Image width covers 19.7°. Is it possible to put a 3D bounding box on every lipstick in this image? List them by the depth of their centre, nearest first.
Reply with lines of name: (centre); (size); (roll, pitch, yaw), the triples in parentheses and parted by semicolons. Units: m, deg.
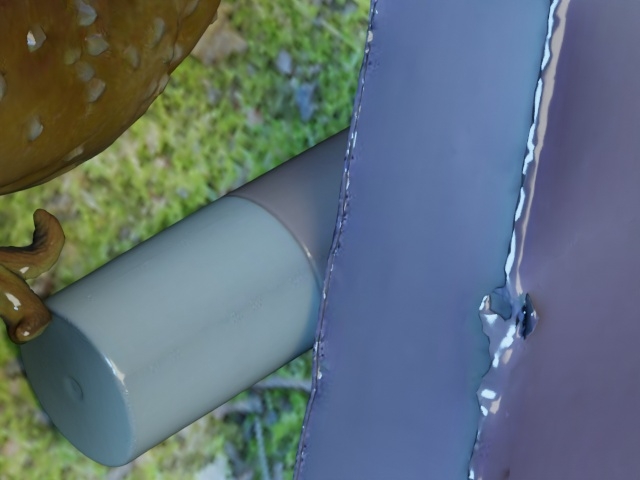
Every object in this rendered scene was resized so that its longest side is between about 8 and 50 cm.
lipstick: (0.000, 0.000, 0.744); (0.254, 0.070, 0.070); (-31, 103, -34)

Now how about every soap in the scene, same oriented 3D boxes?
soap: (0.131, 0.042, 0.754); (0.285, 0.107, 0.296); (6, 97, -43)

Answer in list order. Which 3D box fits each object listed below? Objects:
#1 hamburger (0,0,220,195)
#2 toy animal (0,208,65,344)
hamburger: (-0.136, -0.135, 0.606); (0.243, 0.146, 0.286); (35, 57, -31)
toy animal: (-0.187, 0.038, 0.607); (0.241, 0.057, 0.099); (-37, 92, -33)
